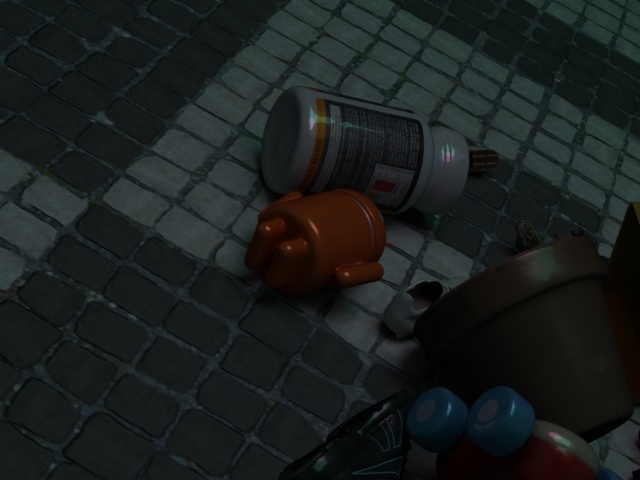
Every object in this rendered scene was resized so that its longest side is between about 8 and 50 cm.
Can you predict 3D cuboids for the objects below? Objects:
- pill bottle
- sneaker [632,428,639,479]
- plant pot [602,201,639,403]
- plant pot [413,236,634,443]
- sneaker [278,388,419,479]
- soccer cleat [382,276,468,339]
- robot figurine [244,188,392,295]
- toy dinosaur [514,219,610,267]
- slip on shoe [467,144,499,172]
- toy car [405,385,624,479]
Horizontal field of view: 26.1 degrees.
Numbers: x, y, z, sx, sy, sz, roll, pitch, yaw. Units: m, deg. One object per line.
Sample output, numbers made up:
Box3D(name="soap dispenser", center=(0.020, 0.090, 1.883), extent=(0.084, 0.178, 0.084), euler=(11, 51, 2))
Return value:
Box3D(name="pill bottle", center=(0.066, -0.124, 2.024), extent=(0.278, 0.162, 0.162), euler=(11, 38, -24))
Box3D(name="sneaker", center=(0.507, 0.259, 1.890), extent=(0.124, 0.107, 0.283), euler=(28, 34, 10))
Box3D(name="plant pot", center=(0.532, 0.086, 1.965), extent=(0.187, 0.212, 0.212), euler=(-1, 49, -8))
Box3D(name="plant pot", center=(0.283, 0.154, 1.772), extent=(0.263, 0.263, 0.229), euler=(-9, 65, -41))
Box3D(name="sneaker", center=(0.050, 0.260, 1.601), extent=(0.106, 0.101, 0.267), euler=(57, 38, 2))
Box3D(name="soccer cleat", center=(0.163, 0.081, 1.900), extent=(0.068, 0.076, 0.196), euler=(45, 37, 23))
Box3D(name="robot figurine", center=(-0.001, -0.002, 1.850), extent=(0.158, 0.128, 0.219), euler=(-1, 10, 44))
Box3D(name="toy dinosaur", center=(0.419, 0.041, 2.145), extent=(0.268, 0.064, 0.118), euler=(34, 52, 4))
Box3D(name="slip on shoe", center=(0.225, -0.135, 2.259), extent=(0.135, 0.051, 0.041), euler=(-2, 4, -25))
Box3D(name="toy car", center=(0.192, 0.320, 1.557), extent=(0.219, 0.210, 0.238), euler=(40, 64, -26))
